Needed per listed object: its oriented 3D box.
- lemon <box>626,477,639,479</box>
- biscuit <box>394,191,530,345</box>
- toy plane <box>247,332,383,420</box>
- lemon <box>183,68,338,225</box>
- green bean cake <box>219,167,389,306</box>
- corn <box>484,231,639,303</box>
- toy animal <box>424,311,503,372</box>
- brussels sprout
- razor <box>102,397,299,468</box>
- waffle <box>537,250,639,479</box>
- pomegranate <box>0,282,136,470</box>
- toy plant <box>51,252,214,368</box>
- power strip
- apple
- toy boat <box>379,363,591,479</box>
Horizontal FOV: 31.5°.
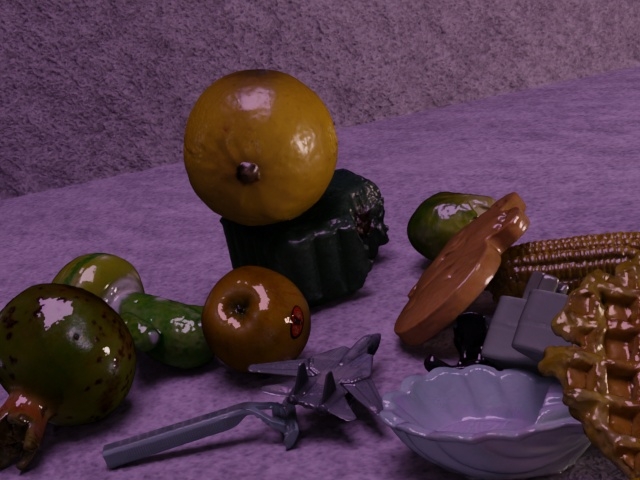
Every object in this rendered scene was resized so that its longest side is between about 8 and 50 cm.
[{"bbox_3d":[0.280,0.314,0.896,0.258,0.258,0.310,6,27,41],"label":"lemon"},{"bbox_3d":[0.225,0.044,1.868,0.275,0.052,0.355,-41,6,42],"label":"biscuit"},{"bbox_3d":[0.033,0.196,1.669,0.212,0.088,0.267,16,14,21],"label":"toy plane"},{"bbox_3d":[-0.107,-0.167,2.028,0.297,0.297,0.297,-9,18,3],"label":"lemon"},{"bbox_3d":[0.000,0.000,2.156,0.300,0.169,0.308,-20,21,-21],"label":"green bean cake"},{"bbox_3d":[0.445,0.048,1.842,0.363,0.120,0.120,-5,18,7],"label":"corn"},{"bbox_3d":[0.225,0.139,1.690,0.121,0.117,0.210,-12,19,16],"label":"toy animal"},{"bbox_3d":[0.252,-0.021,2.121,0.180,0.144,0.161,-20,-36,40],"label":"brussels sprout"},{"bbox_3d":[-0.171,0.269,1.604,0.278,0.056,0.111,-11,19,-1],"label":"razor"},{"bbox_3d":[0.408,0.151,1.243,0.302,0.068,0.325,-29,66,-26],"label":"waffle"},{"bbox_3d":[-0.414,0.186,1.717,0.231,0.231,0.286,0,20,30],"label":"pomegranate"},{"bbox_3d":[-0.304,0.133,1.940,0.316,0.184,0.224,12,8,28],"label":"toy plant"},{"bbox_3d":[0.345,0.122,1.476,0.229,0.141,0.261,30,-12,-40],"label":"power strip"},{"bbox_3d":[-0.104,0.126,1.806,0.182,0.182,0.155,-3,-14,22],"label":"apple"},{"bbox_3d":[0.221,0.232,1.428,0.290,0.100,0.199,-3,20,24],"label":"toy boat"}]
